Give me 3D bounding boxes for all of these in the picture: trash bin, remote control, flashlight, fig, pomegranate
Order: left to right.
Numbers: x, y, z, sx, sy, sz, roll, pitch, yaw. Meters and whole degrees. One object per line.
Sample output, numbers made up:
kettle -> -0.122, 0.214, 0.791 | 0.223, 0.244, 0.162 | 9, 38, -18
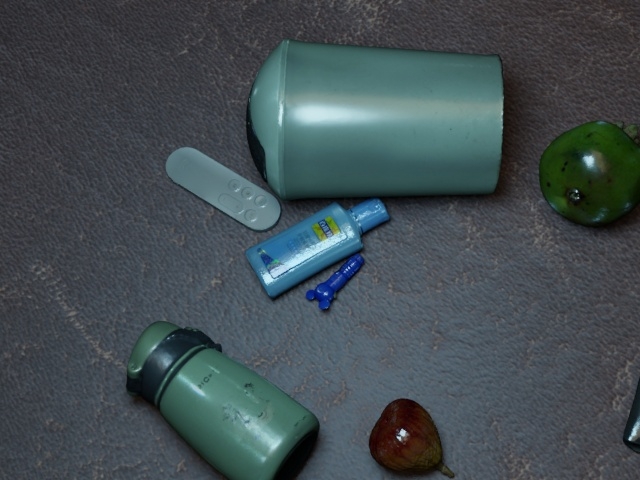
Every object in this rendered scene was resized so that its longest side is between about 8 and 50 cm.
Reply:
remote control -> -0.181, -0.095, 1.805 | 0.245, 0.022, 0.077 | 31, 75, 14
flashlight -> 0.031, 0.072, 1.727 | 0.121, 0.035, 0.057 | -44, 49, -14
trash bin -> 0.087, -0.205, 1.690 | 0.432, 0.280, 0.280 | 1, 72, 2
fig -> 0.153, 0.334, 1.586 | 0.153, 0.119, 0.119 | 37, 79, 16
pomegranate -> 0.485, -0.131, 1.690 | 0.187, 0.187, 0.225 | 35, 54, 15

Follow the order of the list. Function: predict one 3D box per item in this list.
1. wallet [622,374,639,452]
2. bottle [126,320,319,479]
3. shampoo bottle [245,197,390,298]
wallet -> 0.642, 0.192, 1.622 | 0.197, 0.051, 0.377 | 16, 73, 13
bottle -> -0.176, 0.266, 1.616 | 0.347, 0.168, 0.168 | 35, 78, 20
shampoo bottle -> 0.000, 0.000, 1.737 | 0.258, 0.061, 0.104 | -29, 68, -5
